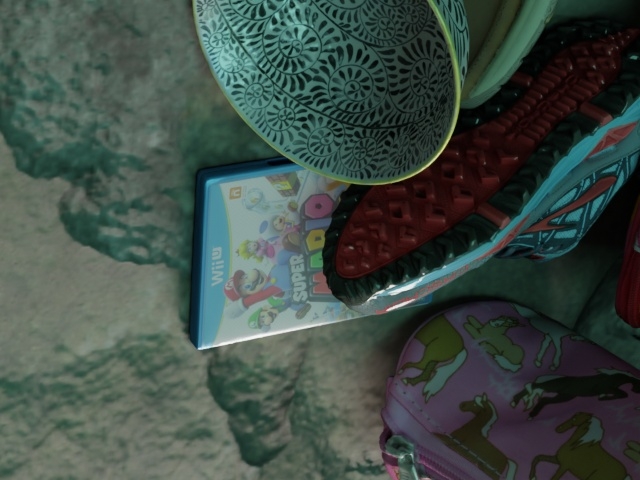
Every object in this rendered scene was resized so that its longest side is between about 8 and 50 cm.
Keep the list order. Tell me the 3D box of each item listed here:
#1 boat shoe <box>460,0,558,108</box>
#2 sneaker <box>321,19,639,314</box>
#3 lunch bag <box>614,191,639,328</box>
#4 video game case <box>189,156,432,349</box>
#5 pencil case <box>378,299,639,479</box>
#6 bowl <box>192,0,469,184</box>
[{"bbox_3d":[0.101,-0.224,1.027,0.116,0.123,0.324,18,122,-1],"label":"boat shoe"},{"bbox_3d":[0.118,-0.019,1.137,0.262,0.104,0.125,-35,136,-20],"label":"sneaker"},{"bbox_3d":[0.317,-0.071,1.200,0.258,0.120,0.293,-17,129,-51],"label":"lunch bag"},{"bbox_3d":[0.000,0.000,1.151,0.166,0.015,0.119,-10,122,-25],"label":"video game case"},{"bbox_3d":[0.198,0.173,1.127,0.167,0.386,0.160,-47,132,-10],"label":"pencil case"},{"bbox_3d":[0.020,-0.123,1.021,0.080,0.170,0.170,-45,139,-41],"label":"bowl"}]
